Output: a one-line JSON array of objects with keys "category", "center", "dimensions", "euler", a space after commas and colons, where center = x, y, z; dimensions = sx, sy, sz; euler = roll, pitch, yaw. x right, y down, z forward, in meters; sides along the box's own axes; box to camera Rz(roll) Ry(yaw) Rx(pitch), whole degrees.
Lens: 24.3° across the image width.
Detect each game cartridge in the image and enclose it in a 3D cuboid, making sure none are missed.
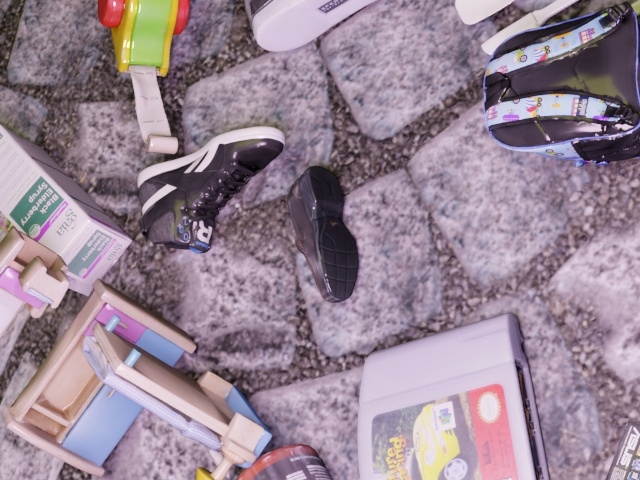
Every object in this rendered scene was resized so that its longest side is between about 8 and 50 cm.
[{"category": "game cartridge", "center": [0.136, 0.237, 1.542], "dimensions": [0.196, 0.060, 0.294], "euler": [-21, 63, 27]}]

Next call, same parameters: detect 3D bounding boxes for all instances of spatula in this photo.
[{"category": "spatula", "center": [0.280, -0.277, 1.665], "dimensions": [0.242, 0.019, 0.168], "euler": [-32, 58, 17]}]

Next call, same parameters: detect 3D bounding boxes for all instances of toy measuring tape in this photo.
[{"category": "toy measuring tape", "center": [-0.214, -0.259, 1.871], "dimensions": [0.121, 0.121, 0.330], "euler": [-31, 48, 18]}]

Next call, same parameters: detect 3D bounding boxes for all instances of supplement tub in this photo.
[{"category": "supplement tub", "center": [-0.008, 0.319, 1.563], "dimensions": [0.106, 0.106, 0.198], "euler": [-40, 57, 12]}]

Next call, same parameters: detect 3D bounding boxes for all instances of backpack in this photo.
[{"category": "backpack", "center": [0.265, -0.152, 1.567], "dimensions": [0.173, 0.117, 0.158], "euler": [-10, 68, 27]}]

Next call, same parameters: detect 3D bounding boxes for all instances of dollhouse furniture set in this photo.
[{"category": "dollhouse furniture set", "center": [-0.251, 0.177, 1.613], "dimensions": [0.198, 0.286, 0.303], "euler": [-55, 27, 2]}]

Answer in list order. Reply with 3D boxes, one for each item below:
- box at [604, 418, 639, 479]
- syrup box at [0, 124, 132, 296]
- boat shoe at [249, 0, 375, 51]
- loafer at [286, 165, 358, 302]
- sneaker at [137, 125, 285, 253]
[{"category": "box", "center": [0.346, 0.286, 1.404], "dimensions": [0.184, 0.045, 0.190], "euler": [17, 80, 32]}, {"category": "syrup box", "center": [-0.357, -0.041, 1.907], "dimensions": [0.093, 0.096, 0.237], "euler": [-51, 54, 5]}, {"category": "boat shoe", "center": [0.039, -0.340, 1.784], "dimensions": [0.301, 0.108, 0.102], "euler": [-29, 61, 27]}, {"category": "loafer", "center": [0.000, 0.000, 1.712], "dimensions": [0.061, 0.062, 0.170], "euler": [-36, 51, 41]}, {"category": "sneaker", "center": [-0.125, -0.050, 1.792], "dimensions": [0.217, 0.079, 0.121], "euler": [-20, 66, 32]}]
